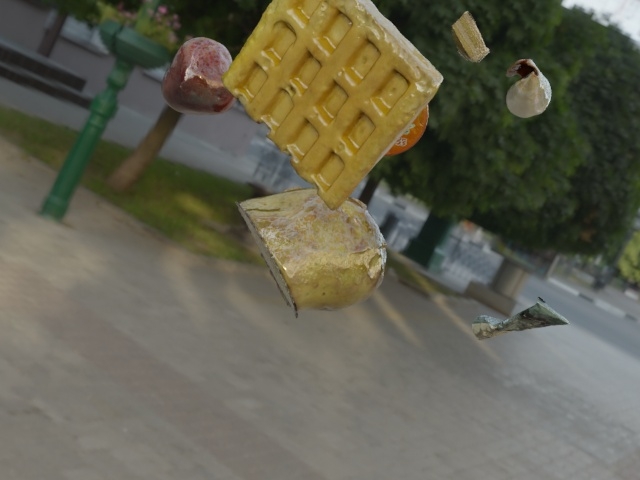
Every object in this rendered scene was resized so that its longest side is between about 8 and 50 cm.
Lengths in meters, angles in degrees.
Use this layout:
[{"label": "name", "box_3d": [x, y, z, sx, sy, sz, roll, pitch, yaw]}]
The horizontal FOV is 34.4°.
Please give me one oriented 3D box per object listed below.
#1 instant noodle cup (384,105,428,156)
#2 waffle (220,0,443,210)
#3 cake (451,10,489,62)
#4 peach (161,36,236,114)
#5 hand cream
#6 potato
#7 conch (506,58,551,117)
[{"label": "instant noodle cup", "box_3d": [0.153, -0.336, 2.437, 0.230, 0.230, 0.182, 27, 30, 0]}, {"label": "waffle", "box_3d": [0.010, -0.199, 1.287, 0.248, 0.221, 0.055, 50, 33, 16]}, {"label": "cake", "box_3d": [0.290, -0.417, 2.083, 0.121, 0.052, 0.065, 48, 7, -50]}, {"label": "peach", "box_3d": [-0.228, -0.299, 1.915, 0.152, 0.152, 0.152, 26, 6, -3]}, {"label": "hand cream", "box_3d": [0.377, 0.153, 2.008, 0.075, 0.052, 0.248, 12, -19, -24]}, {"label": "potato", "box_3d": [0.000, 0.000, 2.106, 0.289, 0.237, 0.301, 64, -6, -14]}, {"label": "conch", "box_3d": [0.418, -0.316, 2.118, 0.094, 0.104, 0.176, 5, -11, 24]}]
